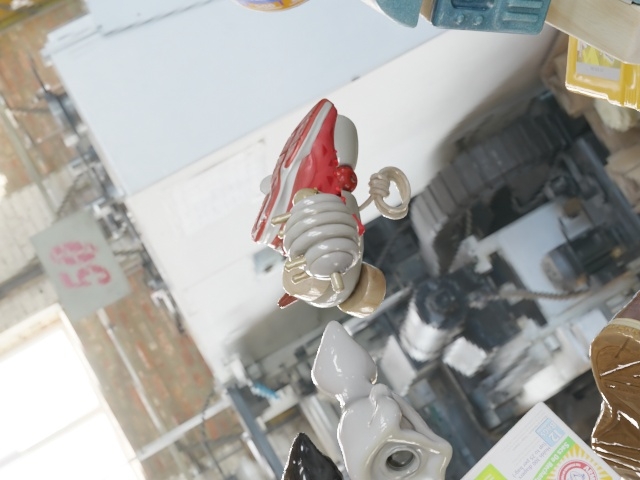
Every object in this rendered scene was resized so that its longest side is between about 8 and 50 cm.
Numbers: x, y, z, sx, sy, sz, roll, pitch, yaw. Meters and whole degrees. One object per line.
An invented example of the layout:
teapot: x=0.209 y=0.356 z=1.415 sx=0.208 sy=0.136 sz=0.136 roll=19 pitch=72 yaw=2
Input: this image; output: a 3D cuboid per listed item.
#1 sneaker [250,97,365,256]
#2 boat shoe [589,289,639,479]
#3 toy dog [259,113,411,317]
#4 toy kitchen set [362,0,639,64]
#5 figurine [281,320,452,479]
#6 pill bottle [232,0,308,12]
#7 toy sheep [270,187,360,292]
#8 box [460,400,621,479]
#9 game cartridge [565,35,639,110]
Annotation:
sneaker: x=0.004 y=-0.066 z=1.305 sx=0.128 sy=0.221 sz=0.087 roll=29 pitch=159 yaw=-14
boat shoe: x=0.416 y=0.194 z=1.296 sx=0.123 sy=0.123 sz=0.342 roll=12 pitch=140 yaw=34
toy dog: x=-0.002 y=-0.019 z=1.584 sx=0.220 sy=0.161 sz=0.334 roll=45 pitch=-137 yaw=-26
toy kitchen set: x=0.126 y=-0.202 z=0.598 sx=0.122 sy=0.207 sz=0.166 roll=49 pitch=134 yaw=51
figurine: x=0.022 y=0.204 z=0.952 sx=0.209 sy=0.092 sz=0.215 roll=-130 pitch=51 yaw=-61
pill bottle: x=-0.075 y=-0.311 z=0.926 sx=0.152 sy=0.152 sz=0.272 roll=60 pitch=-170 yaw=7
toy sheep: x=0.000 y=0.000 z=1.084 sx=0.091 sy=0.091 sz=0.132 roll=80 pitch=172 yaw=-64
box: x=0.193 y=0.278 z=1.047 sx=0.114 sy=0.203 sz=0.103 roll=43 pitch=170 yaw=16
game cartridge: x=0.501 y=-0.376 z=1.719 sx=0.324 sy=0.052 sz=0.285 roll=-115 pitch=26 yaw=-75
